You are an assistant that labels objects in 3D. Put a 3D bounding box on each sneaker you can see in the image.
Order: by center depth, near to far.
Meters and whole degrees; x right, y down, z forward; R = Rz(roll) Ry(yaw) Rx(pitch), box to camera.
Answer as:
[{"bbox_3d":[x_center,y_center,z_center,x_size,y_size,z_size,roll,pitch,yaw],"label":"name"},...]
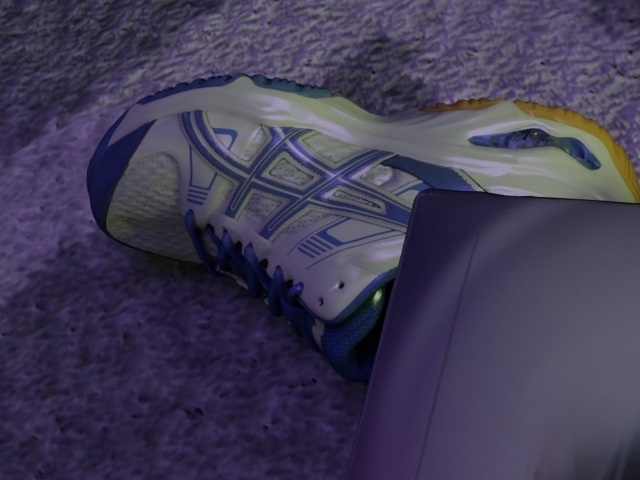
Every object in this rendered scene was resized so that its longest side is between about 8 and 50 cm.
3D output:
[{"bbox_3d":[0.000,0.000,0.866,0.296,0.112,0.131,2,57,28],"label":"sneaker"}]

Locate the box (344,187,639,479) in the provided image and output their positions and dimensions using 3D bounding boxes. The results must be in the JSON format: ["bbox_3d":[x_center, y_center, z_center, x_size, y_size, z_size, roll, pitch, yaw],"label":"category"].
[{"bbox_3d":[0.151,0.156,0.493,0.294,0.183,0.296,4,72,35],"label":"box"}]
